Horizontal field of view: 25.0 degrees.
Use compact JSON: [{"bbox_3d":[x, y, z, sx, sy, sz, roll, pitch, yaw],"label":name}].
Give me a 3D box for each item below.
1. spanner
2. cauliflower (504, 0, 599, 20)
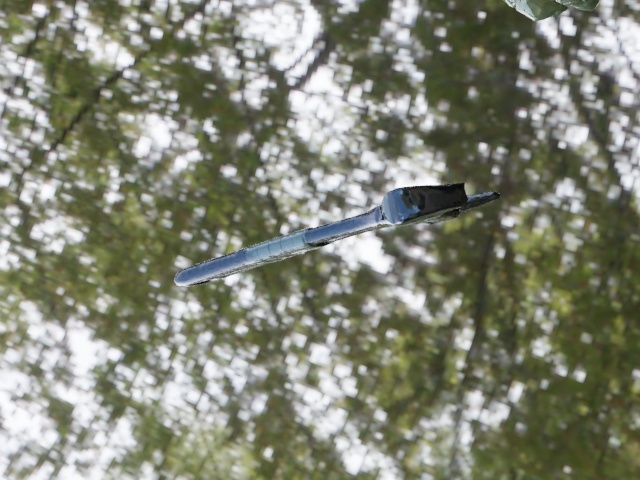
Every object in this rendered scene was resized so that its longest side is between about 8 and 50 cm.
[{"bbox_3d":[0.000,0.000,1.063,0.087,0.316,0.024,-6,-98,-43],"label":"spanner"},{"bbox_3d":[0.170,-0.256,0.841,0.260,0.327,0.281,-54,-2,27],"label":"cauliflower"}]
